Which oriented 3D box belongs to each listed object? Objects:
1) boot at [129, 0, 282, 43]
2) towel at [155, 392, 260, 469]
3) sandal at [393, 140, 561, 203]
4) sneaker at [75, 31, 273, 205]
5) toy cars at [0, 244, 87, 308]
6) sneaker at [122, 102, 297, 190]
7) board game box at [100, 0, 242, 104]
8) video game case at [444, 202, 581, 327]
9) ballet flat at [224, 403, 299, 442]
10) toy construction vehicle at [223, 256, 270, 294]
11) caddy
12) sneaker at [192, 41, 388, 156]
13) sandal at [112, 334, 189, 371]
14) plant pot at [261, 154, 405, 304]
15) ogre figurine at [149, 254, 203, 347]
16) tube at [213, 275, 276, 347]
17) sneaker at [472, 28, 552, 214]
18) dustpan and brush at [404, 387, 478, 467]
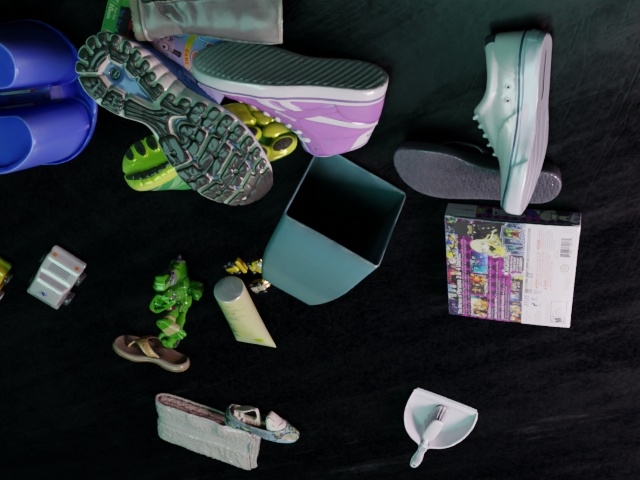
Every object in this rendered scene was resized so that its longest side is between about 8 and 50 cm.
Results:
[{"bbox_3d":[-0.156,-0.359,1.030,0.208,0.076,0.189,-2,113,6],"label":"boot"},{"bbox_3d":[-0.287,0.490,1.918,0.282,0.049,0.187,16,135,7],"label":"towel"},{"bbox_3d":[0.236,-0.107,1.151,0.254,0.054,0.097,10,142,0],"label":"sandal"},{"bbox_3d":[-0.195,-0.190,1.121,0.330,0.147,0.130,43,110,-10],"label":"sneaker"},{"bbox_3d":[-0.683,0.101,1.684,0.394,0.087,0.176,-1,131,23],"label":"toy cars"},{"bbox_3d":[-0.179,-0.151,1.246,0.295,0.123,0.109,-11,86,14],"label":"sneaker"},{"bbox_3d":[-0.217,-0.319,1.136,0.211,0.039,0.160,27,135,-5],"label":"board game box"},{"bbox_3d":[0.317,0.044,1.258,0.210,0.042,0.232,4,132,18],"label":"video game case"},{"bbox_3d":[-0.141,0.432,1.797,0.188,0.070,0.070,10,134,8],"label":"ballet flat"},{"bbox_3d":[-0.127,0.061,1.464,0.098,0.035,0.086,-16,123,43],"label":"toy construction vehicle"},{"bbox_3d":[-0.534,-0.235,1.252,0.341,0.179,0.241,0,107,22],"label":"caddy"},{"bbox_3d":[-0.052,-0.194,1.120,0.282,0.102,0.161,10,141,-3],"label":"sneaker"},{"bbox_3d":[-0.382,0.247,1.717,0.180,0.072,0.049,18,120,4],"label":"sandal"},{"bbox_3d":[0.000,0.000,1.265,0.165,0.165,0.234,29,142,-6],"label":"plant pot"},{"bbox_3d":[-0.296,0.114,1.518,0.097,0.118,0.197,-5,131,20],"label":"ogre figurine"},{"bbox_3d":[-0.156,0.159,1.539,0.070,0.062,0.240,50,166,32],"label":"tube"},{"bbox_3d":[0.262,-0.163,1.045,0.091,0.094,0.258,13,116,29],"label":"sneaker"},{"bbox_3d":[0.235,0.420,1.631,0.147,0.060,0.211,20,135,3],"label":"dustpan and brush"}]
